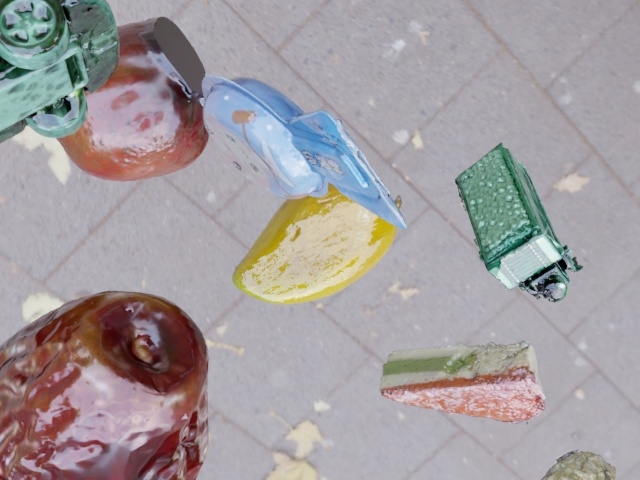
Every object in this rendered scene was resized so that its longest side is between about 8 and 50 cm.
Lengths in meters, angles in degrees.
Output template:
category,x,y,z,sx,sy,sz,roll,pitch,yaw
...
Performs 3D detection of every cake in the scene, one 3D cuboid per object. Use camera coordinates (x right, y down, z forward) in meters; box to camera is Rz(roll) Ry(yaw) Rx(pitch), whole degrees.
category,x,y,z,sx,sy,sz,roll,pitch,yaw
cake,0.207,0.205,1.365,0.220,0.086,0.117,-12,129,25

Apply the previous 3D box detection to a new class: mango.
category,x,y,z,sx,sy,sz,roll,pitch,yaw
mango,0.000,0.000,1.593,0.317,0.119,0.176,-34,90,-15

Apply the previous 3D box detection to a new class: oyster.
category,x,y,z,sx,sy,sz,roll,pitch,yaw
oyster,0.200,0.206,0.773,0.080,0.038,0.083,31,95,-44

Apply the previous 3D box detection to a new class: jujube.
category,x,y,z,sx,sy,sz,roll,pitch,yaw
jujube,-0.168,0.130,0.720,0.190,0.190,0.255,15,138,-20

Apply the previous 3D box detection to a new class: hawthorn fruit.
category,x,y,z,sx,sy,sz,roll,pitch,yaw
hawthorn fruit,-0.266,-0.178,1.292,0.249,0.215,0.215,-10,116,7

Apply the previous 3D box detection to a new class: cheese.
category,x,y,z,sx,sy,sz,roll,pitch,yaw
cheese,-0.029,-0.076,0.781,0.052,0.244,0.135,-47,125,-12

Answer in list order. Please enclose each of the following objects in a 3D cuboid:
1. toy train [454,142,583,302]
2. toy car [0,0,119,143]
category,x,y,z,sx,sy,sz,roll,pitch,yaw
toy train,0.299,-0.015,1.495,0.115,0.269,0.154,-38,123,23
toy car,-0.300,-0.111,0.725,0.306,0.136,0.125,-31,76,-15
